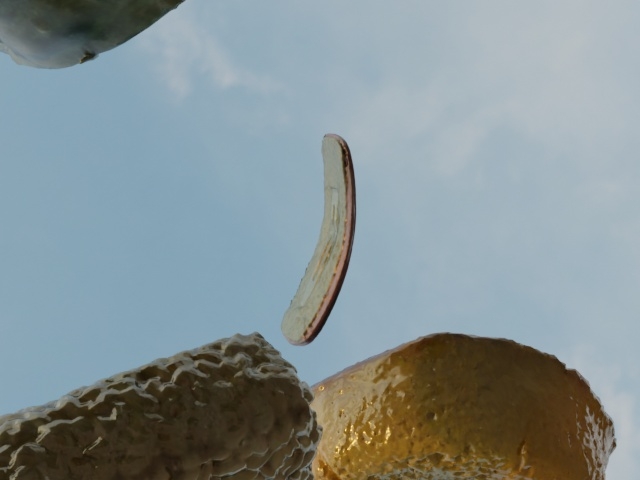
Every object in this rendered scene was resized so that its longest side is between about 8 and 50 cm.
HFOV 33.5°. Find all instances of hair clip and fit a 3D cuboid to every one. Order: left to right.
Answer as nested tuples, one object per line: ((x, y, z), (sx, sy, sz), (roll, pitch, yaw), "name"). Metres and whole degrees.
((0.001, 0.001, 0.681), (0.022, 0.054, 0.137), (10, -86, -23), "hair clip")

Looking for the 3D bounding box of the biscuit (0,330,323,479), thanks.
((-0.079, 0.100, 0.479), (0.168, 0.082, 0.070), (-13, -48, -29), "biscuit")

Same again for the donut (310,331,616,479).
((0.099, 0.209, 0.898), (0.303, 0.303, 0.110), (29, -141, -20), "donut")

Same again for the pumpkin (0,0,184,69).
((-0.117, -0.241, 0.439), (0.197, 0.263, 0.293), (38, -114, -36), "pumpkin")
